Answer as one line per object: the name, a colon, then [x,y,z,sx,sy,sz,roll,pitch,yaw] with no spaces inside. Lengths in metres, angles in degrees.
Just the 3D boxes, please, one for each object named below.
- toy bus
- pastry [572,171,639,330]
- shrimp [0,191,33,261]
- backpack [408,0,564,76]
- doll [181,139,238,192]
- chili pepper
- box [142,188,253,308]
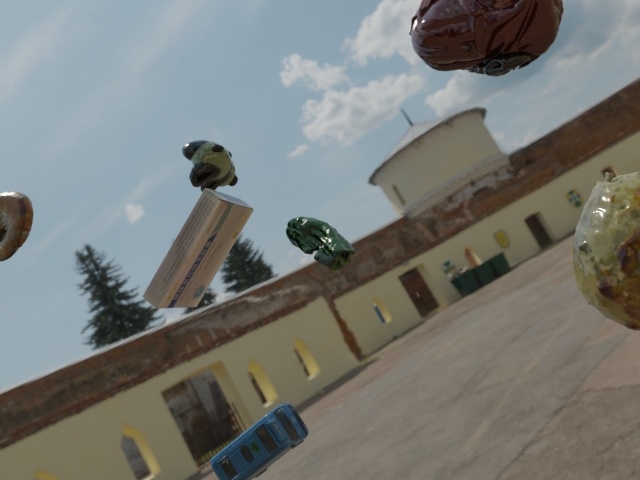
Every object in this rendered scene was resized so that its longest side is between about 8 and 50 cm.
toy bus: [-0.054,0.181,0.520,0.083,0.038,0.046,-41,-17,15]
pastry: [0.492,0.016,0.918,0.170,0.255,0.237,11,15,-13]
shrimp: [-0.692,-0.035,1.260,0.249,0.150,0.068,7,-10,35]
backpack: [0.230,-0.323,0.842,0.229,0.138,0.229,-21,32,14]
doll: [-0.337,-0.230,1.839,0.135,0.143,0.234,-18,-12,1]
chili pepper: [-0.001,0.001,1.539,0.083,0.253,0.099,37,-93,-37]
box: [-0.332,0.030,1.634,0.343,0.065,0.200,-58,-19,6]
